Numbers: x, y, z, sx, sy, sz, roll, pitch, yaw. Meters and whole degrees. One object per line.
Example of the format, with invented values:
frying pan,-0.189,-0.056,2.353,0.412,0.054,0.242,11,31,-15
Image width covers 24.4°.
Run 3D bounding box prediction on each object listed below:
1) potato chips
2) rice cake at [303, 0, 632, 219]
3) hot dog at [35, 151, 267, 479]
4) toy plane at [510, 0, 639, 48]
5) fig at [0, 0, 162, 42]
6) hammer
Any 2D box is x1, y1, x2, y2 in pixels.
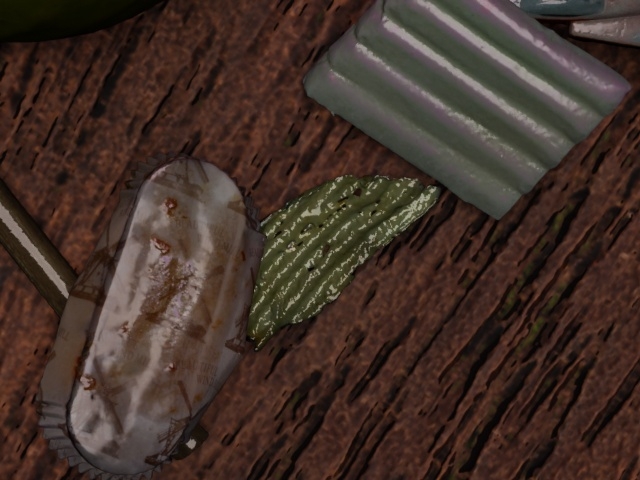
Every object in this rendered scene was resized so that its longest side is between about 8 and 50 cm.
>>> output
potato chips,0.000,0.000,1.214,0.207,0.028,0.092,-40,97,1
rice cake,0.114,-0.123,1.177,0.198,0.037,0.189,40,125,-10
hot dog,-0.127,0.062,1.158,0.144,0.075,0.268,25,78,-19
toy plane,0.264,-0.190,1.201,0.326,0.104,0.223,-3,91,-1
fig,-0.194,-0.286,1.078,0.316,0.316,0.316,0,91,-5
hammer,-0.214,0.027,1.195,0.111,0.043,0.365,-38,96,-5
